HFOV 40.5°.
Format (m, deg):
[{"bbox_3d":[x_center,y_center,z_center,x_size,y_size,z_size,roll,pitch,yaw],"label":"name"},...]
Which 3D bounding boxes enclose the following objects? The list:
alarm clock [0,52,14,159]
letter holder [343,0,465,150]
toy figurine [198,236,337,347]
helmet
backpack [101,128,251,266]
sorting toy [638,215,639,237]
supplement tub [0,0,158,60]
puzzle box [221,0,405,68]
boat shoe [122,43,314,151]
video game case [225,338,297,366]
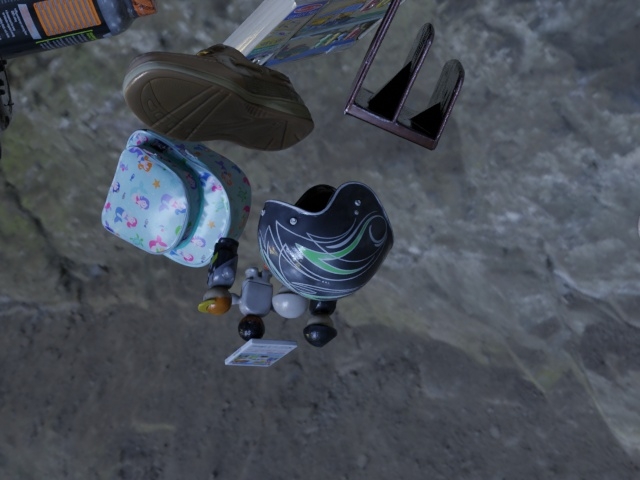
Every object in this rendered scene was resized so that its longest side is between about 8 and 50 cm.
[{"bbox_3d":[-0.413,-0.179,1.065,0.064,0.192,0.129,-9,41,-12],"label":"alarm clock"},{"bbox_3d":[0.152,-0.294,1.412,0.302,0.152,0.214,-77,10,-74],"label":"letter holder"},{"bbox_3d":[-0.081,0.091,1.474,0.210,0.213,0.148,-4,64,19],"label":"toy figurine"},{"bbox_3d":[0.000,0.000,1.177,0.161,0.169,0.169,-34,30,-19],"label":"helmet"},{"bbox_3d":[-0.265,-0.075,1.617,0.225,0.253,0.191,-65,-8,23],"label":"backpack"},{"bbox_3d":[0.371,-0.072,0.815,0.038,0.193,0.208,37,98,22],"label":"sorting toy"},{"bbox_3d":[-0.432,-0.405,1.388,0.316,0.193,0.193,-12,39,-1],"label":"supplement tub"},{"bbox_3d":[0.003,-0.427,1.675,0.409,0.052,0.272,-26,-4,-43],"label":"puzzle box"},{"bbox_3d":[-0.144,-0.206,1.196,0.122,0.341,0.110,-29,70,27],"label":"boat shoe"},{"bbox_3d":[-0.105,0.197,1.524,0.122,0.087,0.011,-42,49,52],"label":"video game case"}]
